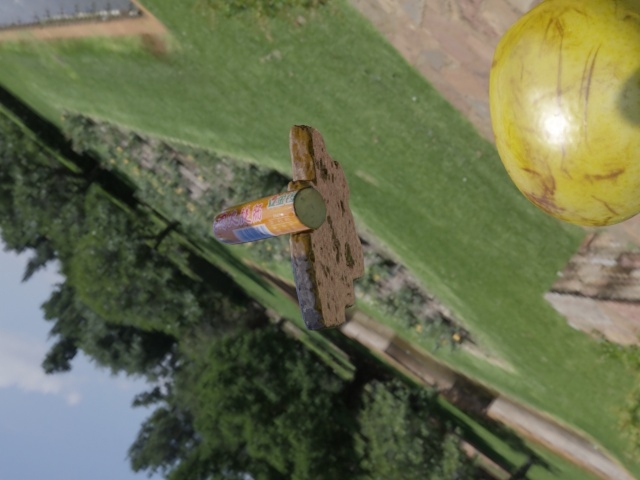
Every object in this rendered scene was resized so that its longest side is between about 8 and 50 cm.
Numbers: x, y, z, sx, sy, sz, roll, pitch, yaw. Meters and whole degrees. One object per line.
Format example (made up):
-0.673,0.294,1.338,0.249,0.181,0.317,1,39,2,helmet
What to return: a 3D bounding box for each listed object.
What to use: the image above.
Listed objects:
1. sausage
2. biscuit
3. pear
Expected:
-0.044,-0.015,0.620,0.107,0.031,0.031,-10,138,43,sausage
-0.001,0.000,1.133,0.043,0.302,0.278,-9,126,15,biscuit
0.322,-0.158,0.961,0.280,0.281,0.281,36,172,6,pear
